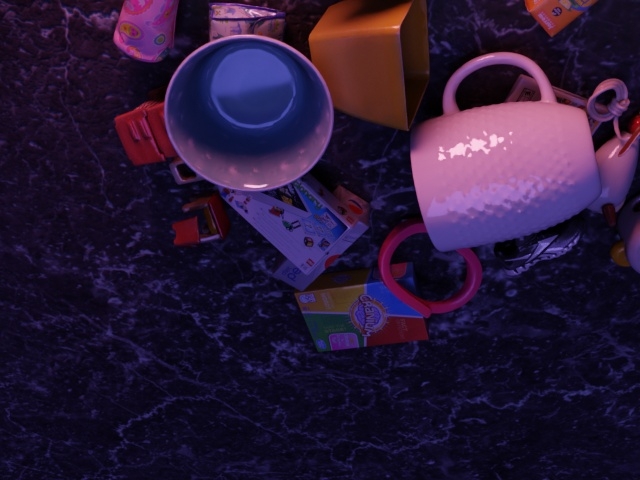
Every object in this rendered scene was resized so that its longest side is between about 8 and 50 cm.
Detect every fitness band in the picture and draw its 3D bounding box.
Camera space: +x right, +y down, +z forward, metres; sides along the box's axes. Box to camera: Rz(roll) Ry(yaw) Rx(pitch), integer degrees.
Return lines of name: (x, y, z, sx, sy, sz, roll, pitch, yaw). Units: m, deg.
fitness band: (0.269, 0.069, 1.775, 0.291, 0.054, 0.209, 36, 97, -25)

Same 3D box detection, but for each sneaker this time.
sneaker: (0.514, 0.000, 1.717, 0.234, 0.078, 0.106, -33, 123, 33)

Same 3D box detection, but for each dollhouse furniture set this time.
dollhouse furniture set: (-0.275, -0.146, 1.559, 0.152, 0.201, 0.374, -10, 117, 16)

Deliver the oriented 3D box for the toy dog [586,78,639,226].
toy dog: (0.641, -0.160, 1.493, 0.220, 0.161, 0.334, -2, 135, -12)

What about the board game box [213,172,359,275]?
board game box: (-0.083, -0.084, 1.661, 0.305, 0.053, 0.193, 43, 126, 0)

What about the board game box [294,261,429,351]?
board game box: (0.115, 0.183, 1.935, 0.316, 0.064, 0.242, -9, 129, 14)

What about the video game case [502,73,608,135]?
video game case: (0.469, -0.228, 1.558, 0.206, 0.026, 0.227, 18, 130, -9)

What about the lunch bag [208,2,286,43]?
lunch bag: (-0.147, -0.398, 1.443, 0.151, 0.096, 0.129, -2, 130, -12)

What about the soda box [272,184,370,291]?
soda box: (0.000, 0.000, 1.770, 0.098, 0.091, 0.286, 31, 128, -20)

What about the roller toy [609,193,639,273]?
roller toy: (0.780, -0.012, 1.628, 0.209, 0.146, 0.191, 11, 131, -2)

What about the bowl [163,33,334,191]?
bowl: (-0.132, -0.267, 1.376, 0.311, 0.163, 0.312, -1, 126, -1)

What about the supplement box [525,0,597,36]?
supplement box: (0.487, -0.479, 1.300, 0.078, 0.080, 0.233, 37, 128, -21)

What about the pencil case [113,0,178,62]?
pencil case: (-0.309, -0.482, 1.366, 0.124, 0.124, 0.284, 20, 129, -11)

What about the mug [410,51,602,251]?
mug: (0.366, -0.186, 1.438, 0.328, 0.276, 0.374, -11, 92, 20)

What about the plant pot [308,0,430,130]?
plant pot: (0.094, -0.358, 1.383, 0.187, 0.212, 0.212, 6, 133, 19)
